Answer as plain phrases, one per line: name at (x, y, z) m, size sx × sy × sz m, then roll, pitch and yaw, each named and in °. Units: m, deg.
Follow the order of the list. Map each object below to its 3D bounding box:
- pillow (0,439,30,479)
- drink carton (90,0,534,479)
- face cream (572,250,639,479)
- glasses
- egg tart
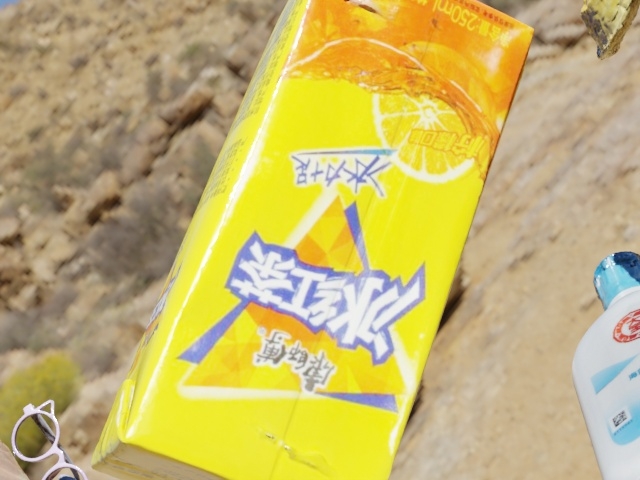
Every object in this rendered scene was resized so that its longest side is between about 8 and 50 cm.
pillow at (-0.194, 0.170, 0.575) m, size 0.248 × 0.135 × 0.049 m, roll -18°, pitch -31°, yaw -53°
drink carton at (0.000, 0.000, 0.840) m, size 0.351 × 0.154 × 0.111 m, roll -69°, pitch 10°, yaw -23°
face cream at (0.307, 0.109, 1.242) m, size 0.163 × 0.080 × 0.337 m, roll -30°, pitch 22°, yaw 15°
glasses at (-0.262, 0.244, 1.442) m, size 0.062 × 0.140 × 0.104 m, roll -35°, pitch -27°, yaw 0°
egg tart at (0.263, -0.224, 1.215) m, size 0.129 × 0.049 × 0.129 m, roll 22°, pitch -90°, yaw -86°
